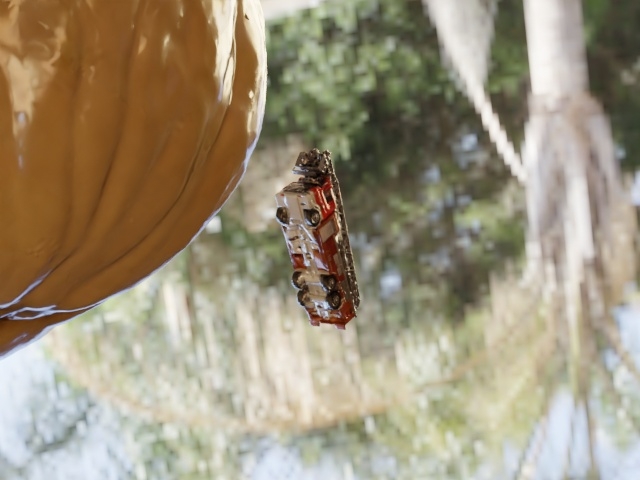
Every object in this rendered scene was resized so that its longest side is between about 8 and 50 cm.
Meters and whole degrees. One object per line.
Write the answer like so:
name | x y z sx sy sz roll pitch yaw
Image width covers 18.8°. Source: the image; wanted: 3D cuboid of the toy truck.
toy truck | 0.000 0.000 0.884 0.024 0.083 0.032 7 -147 37

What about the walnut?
walnut | -0.131 -0.088 0.658 0.224 0.261 0.225 -10 160 -4
